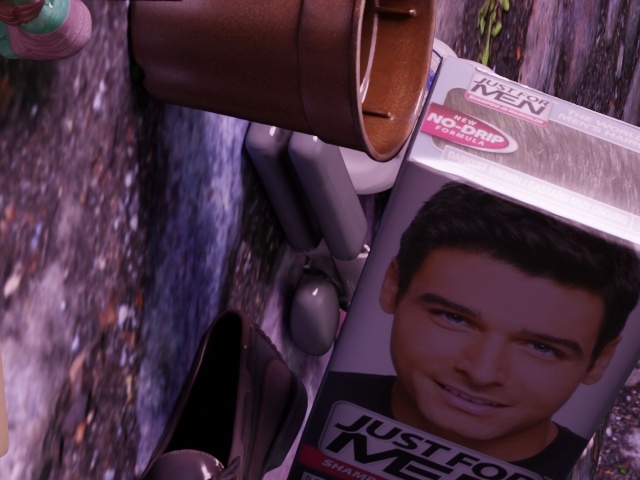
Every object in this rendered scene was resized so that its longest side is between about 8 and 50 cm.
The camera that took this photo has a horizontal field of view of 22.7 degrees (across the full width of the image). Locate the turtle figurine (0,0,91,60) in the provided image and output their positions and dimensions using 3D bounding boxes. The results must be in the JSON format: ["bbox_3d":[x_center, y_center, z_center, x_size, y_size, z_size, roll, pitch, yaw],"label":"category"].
[{"bbox_3d":[-0.153,-0.153,0.689,0.175,0.118,0.234,-50,165,4],"label":"turtle figurine"}]

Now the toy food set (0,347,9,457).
[{"bbox_3d":[-0.230,0.072,0.756,0.192,0.038,0.132,-18,110,-57],"label":"toy food set"}]

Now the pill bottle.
[{"bbox_3d":[0.060,-0.119,1.386,0.187,0.112,0.112,-43,137,-62],"label":"pill bottle"}]

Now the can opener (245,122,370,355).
[{"bbox_3d":[0.000,0.000,1.320,0.280,0.074,0.093,72,32,-52],"label":"can opener"}]

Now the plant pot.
[{"bbox_3d":[-0.025,-0.145,1.045,0.167,0.165,0.167,9,90,-72],"label":"plant pot"}]

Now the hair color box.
[{"bbox_3d":[0.109,0.068,1.105,0.374,0.185,0.113,108,3,-46],"label":"hair color box"}]

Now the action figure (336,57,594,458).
[{"bbox_3d":[0.140,0.041,1.480,0.370,0.248,0.275,-67,155,-44],"label":"action figure"}]

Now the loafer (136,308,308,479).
[{"bbox_3d":[-0.091,0.164,1.118,0.302,0.109,0.095,-66,138,-54],"label":"loafer"}]
